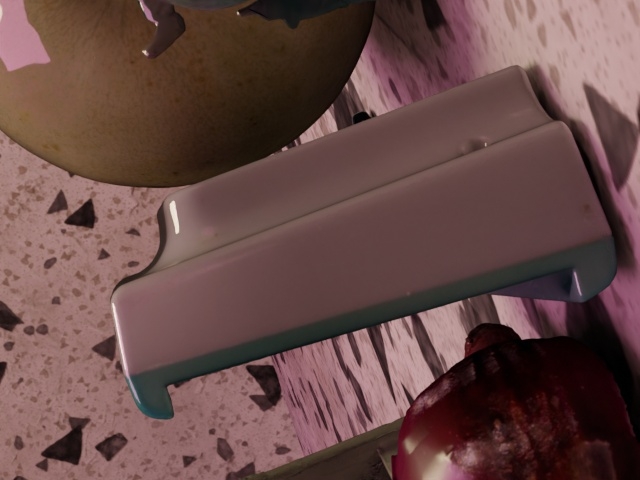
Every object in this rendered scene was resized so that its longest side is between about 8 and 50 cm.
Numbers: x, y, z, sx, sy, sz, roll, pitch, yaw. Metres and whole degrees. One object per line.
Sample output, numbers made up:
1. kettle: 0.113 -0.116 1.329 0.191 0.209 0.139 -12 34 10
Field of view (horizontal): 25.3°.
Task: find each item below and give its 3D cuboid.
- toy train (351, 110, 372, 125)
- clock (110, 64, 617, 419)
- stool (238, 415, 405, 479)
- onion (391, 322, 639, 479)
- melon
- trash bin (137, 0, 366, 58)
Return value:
1. toy train: 0.045 -0.059 1.071 0.017 0.017 0.083 69 178 -70
2. clock: 0.000 0.000 0.741 0.262 0.231 0.116 166 88 -83
3. stool: 0.051 0.267 0.904 0.243 0.270 0.170 -118 10 -49
4. onion: 0.092 0.119 0.746 0.198 0.135 0.173 -118 13 -55
5. melon: -0.101 -0.167 0.879 0.330 0.268 0.268 -85 -23 -79
6. trash bin: -0.010 -0.177 0.191 0.381 0.295 0.259 79 170 -81
